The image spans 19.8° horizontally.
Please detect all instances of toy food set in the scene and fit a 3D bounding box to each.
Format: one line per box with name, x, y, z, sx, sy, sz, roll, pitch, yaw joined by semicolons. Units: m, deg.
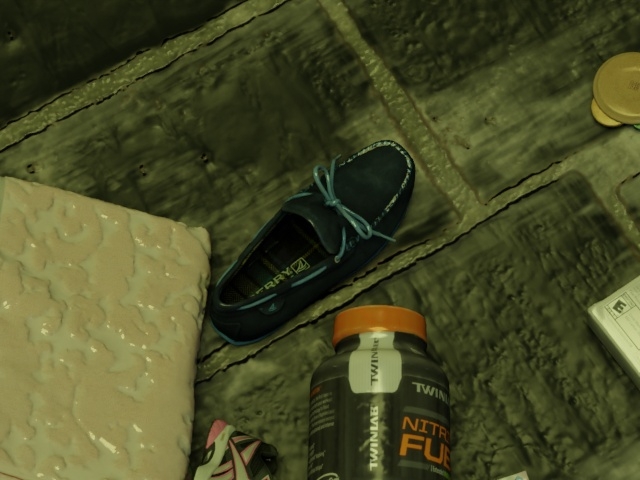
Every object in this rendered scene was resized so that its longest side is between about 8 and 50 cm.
toy food set;0.313;-0.150;1.831;0.083;0.020;0.083;4;68;8

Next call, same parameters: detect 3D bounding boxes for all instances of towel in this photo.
towel;-0.259;0.085;1.675;0.317;0.053;0.331;17;51;-16

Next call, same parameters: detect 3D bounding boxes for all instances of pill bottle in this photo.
pill bottle;0.053;0.185;1.663;0.130;0.130;0.245;-2;68;6

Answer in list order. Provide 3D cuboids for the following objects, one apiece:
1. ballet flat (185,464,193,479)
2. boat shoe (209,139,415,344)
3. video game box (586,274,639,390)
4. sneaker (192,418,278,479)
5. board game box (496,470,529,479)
ballet flat;-0.213;0.266;1.698;0.221;0.077;0.079;-34;85;-9
boat shoe;0.000;0.000;1.768;0.109;0.089;0.258;35;75;18
video game box;0.382;0.097;1.707;0.187;0.048;0.205;-33;68;-5
sneaker;-0.079;0.230;1.663;0.077;0.072;0.178;14;38;2
board game box;0.160;0.267;1.676;0.090;0.020;0.090;-18;67;0
